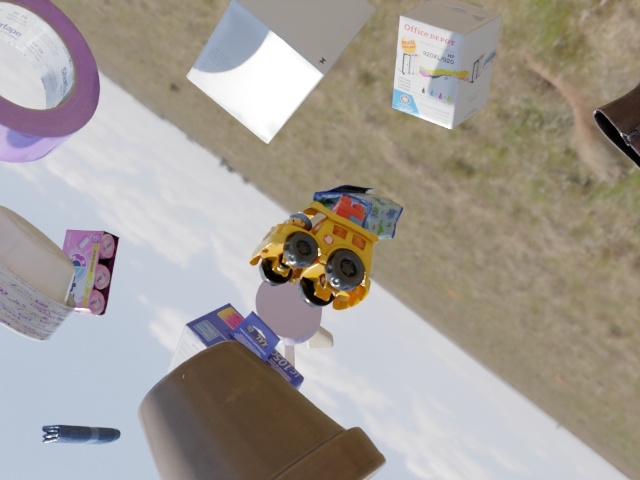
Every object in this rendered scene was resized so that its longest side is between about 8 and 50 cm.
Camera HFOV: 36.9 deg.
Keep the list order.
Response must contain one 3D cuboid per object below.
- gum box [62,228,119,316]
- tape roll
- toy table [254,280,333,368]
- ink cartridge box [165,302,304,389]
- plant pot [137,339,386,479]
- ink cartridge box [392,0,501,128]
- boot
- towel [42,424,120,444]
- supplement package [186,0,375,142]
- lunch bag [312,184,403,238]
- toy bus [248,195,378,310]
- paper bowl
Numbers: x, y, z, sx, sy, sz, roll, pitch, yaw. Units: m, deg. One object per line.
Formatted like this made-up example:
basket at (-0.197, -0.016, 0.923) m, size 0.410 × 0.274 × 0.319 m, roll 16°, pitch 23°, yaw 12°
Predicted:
gum box at (-0.523, 0.074, 2.133) m, size 0.107 × 0.188 × 0.062 m, roll 3°, pitch 167°, yaw 27°
tape roll at (-0.473, -0.259, 1.449) m, size 0.275 × 0.090 × 0.275 m, roll 29°, pitch -133°, yaw -36°
toy table at (-0.089, 0.224, 2.534) m, size 0.252 × 0.161 × 0.274 m, roll 6°, pitch -144°, yaw 4°
ink cartridge box at (-0.210, 0.338, 2.207) m, size 0.270 × 0.395 × 0.151 m, roll 43°, pitch -137°, yaw 20°
plant pot at (-0.092, 0.249, 1.123) m, size 0.229 × 0.263 × 0.263 m, roll 51°, pitch -175°, yaw 15°
ink cartridge box at (0.284, -0.409, 2.183) m, size 0.171 × 0.168 × 0.233 m, roll 26°, pitch 131°, yaw 29°
boot at (0.496, -0.127, 1.212) m, size 0.248 × 0.207 × 0.090 m, roll 52°, pitch 167°, yaw 24°
towel at (-0.399, 0.325, 1.602) m, size 0.067 × 0.029 × 0.119 m, roll -15°, pitch 158°, yaw 43°
supplement package at (-0.075, -0.354, 1.732) m, size 0.199 × 0.198 × 0.262 m, roll 39°, pitch 148°, yaw -7°
lunch bag at (0.076, -0.067, 2.021) m, size 0.151 × 0.096 × 0.129 m, roll 25°, pitch -167°, yaw 36°
toy bus at (0.000, 0.000, 1.847) m, size 0.220 × 0.211 × 0.149 m, roll 27°, pitch 151°, yaw -17°
paper bowl at (-0.567, 0.045, 1.760) m, size 0.284 × 0.148 × 0.284 m, roll 40°, pitch 176°, yaw 4°
